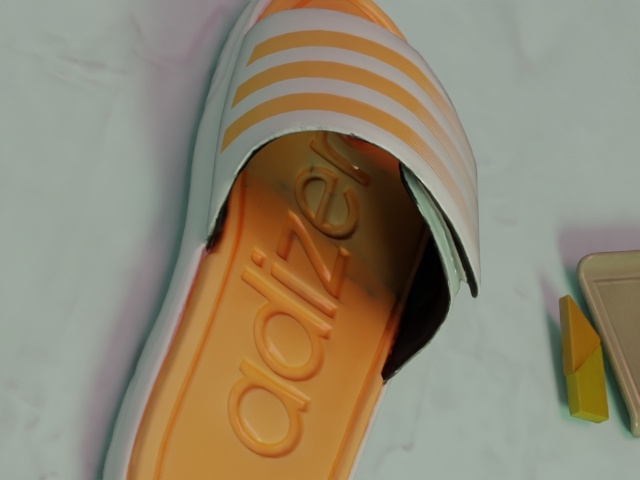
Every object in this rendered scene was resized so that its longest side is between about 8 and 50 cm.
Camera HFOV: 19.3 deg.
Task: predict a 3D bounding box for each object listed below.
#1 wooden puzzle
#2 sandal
[{"bbox_3d":[0.131,0.039,0.734,0.116,0.014,0.078,5,66,-38],"label":"wooden puzzle"},{"bbox_3d":[0.008,0.006,0.604,0.102,0.076,0.265,32,48,-21],"label":"sandal"}]
